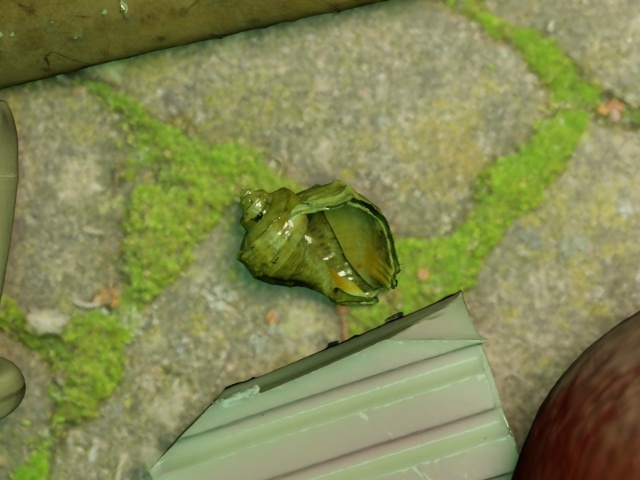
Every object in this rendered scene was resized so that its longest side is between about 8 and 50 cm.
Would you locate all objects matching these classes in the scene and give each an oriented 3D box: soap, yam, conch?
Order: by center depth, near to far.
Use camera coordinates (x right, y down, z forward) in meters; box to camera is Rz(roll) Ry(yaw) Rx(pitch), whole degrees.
[{"bbox_3d":[-0.072,-0.155,0.982,0.371,0.083,0.083,-13,99,12],"label":"yam"},{"bbox_3d":[0.000,0.000,1.001,0.121,0.074,0.089,36,142,-19],"label":"conch"},{"bbox_3d":[0.017,0.133,1.020,0.230,0.091,0.145,-19,100,13],"label":"soap"}]

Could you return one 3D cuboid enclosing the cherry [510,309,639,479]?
[{"bbox_3d":[0.268,0.151,0.866,0.326,0.335,0.291,-20,83,-16],"label":"cherry"}]

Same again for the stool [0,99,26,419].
[{"bbox_3d":[-0.287,0.019,0.998,0.195,0.195,0.199,-2,100,11],"label":"stool"}]
